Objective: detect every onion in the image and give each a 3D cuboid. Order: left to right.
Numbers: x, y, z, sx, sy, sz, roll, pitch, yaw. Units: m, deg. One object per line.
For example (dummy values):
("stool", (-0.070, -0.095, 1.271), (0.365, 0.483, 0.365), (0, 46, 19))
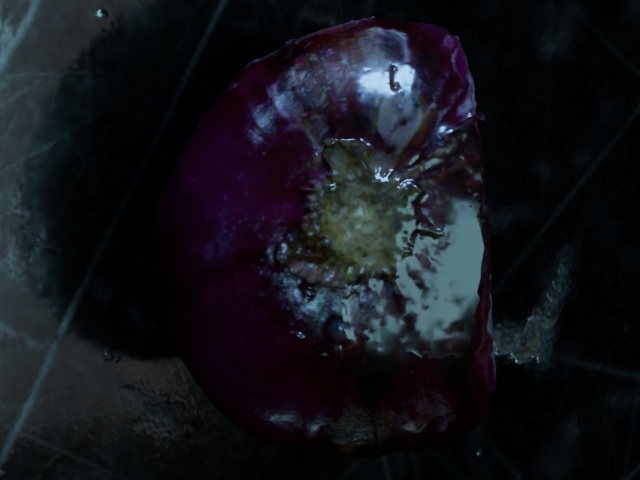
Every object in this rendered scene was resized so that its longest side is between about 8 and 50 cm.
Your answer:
("onion", (0.000, 0.000, 1.454), (0.260, 0.282, 0.337), (-5, 92, 2))
